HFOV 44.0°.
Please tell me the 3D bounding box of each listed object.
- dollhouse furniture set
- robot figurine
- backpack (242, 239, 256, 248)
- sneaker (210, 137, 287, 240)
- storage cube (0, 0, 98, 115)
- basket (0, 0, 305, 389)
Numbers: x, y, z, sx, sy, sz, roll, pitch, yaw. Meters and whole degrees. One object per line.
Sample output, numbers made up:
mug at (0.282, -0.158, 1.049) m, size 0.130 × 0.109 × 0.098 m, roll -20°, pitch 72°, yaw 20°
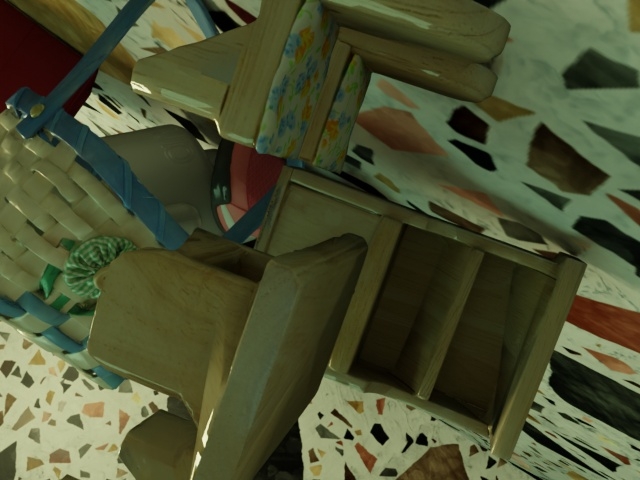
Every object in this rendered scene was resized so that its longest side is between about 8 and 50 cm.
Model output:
dollhouse furniture set at (0.036, 0.064, 0.511) m, size 0.256 × 0.362 × 0.394 m, roll 20°, pitch -173°, yaw 9°
robot figurine at (-0.248, -0.020, 0.926) m, size 0.300 × 0.353 × 0.200 m, roll 2°, pitch 107°, yaw 60°
backpack at (-0.089, -0.014, 1.130) m, size 0.120 × 0.098 × 0.101 m, roll 34°, pitch -162°, yaw -9°
sneaker at (-0.018, -0.030, 0.916) m, size 0.136 × 0.116 × 0.314 m, roll 0°, pitch 152°, yaw 21°
storage cube at (-0.421, -0.185, 1.027) m, size 0.183 × 0.193 × 0.215 m, roll 35°, pitch 167°, yaw -15°
basket at (-0.154, -0.035, 0.674) m, size 0.201 × 0.289 × 0.255 m, roll 27°, pitch 164°, yaw 40°
